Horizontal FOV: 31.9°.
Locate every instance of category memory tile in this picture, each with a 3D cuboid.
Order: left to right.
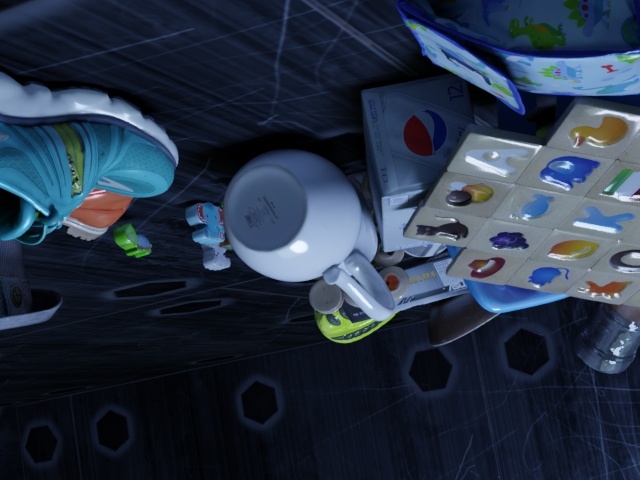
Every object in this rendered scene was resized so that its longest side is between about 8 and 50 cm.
[{"bbox_3d":[0.034,0.000,1.205,0.113,0.148,0.012,-11,166,14],"label":"memory tile"}]

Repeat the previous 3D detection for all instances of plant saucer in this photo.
[{"bbox_3d":[0.267,0.037,1.584,0.310,0.050,0.310,-38,-178,1],"label":"plant saucer"}]

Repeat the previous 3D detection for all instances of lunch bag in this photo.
[{"bbox_3d":[0.132,-0.137,0.716,0.151,0.096,0.129,2,176,15],"label":"lunch bag"}]

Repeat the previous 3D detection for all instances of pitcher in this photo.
[{"bbox_3d":[0.000,0.000,1.097,0.125,0.178,0.207,-38,164,13],"label":"pitcher"}]

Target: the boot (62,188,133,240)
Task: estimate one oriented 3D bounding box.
[{"bbox_3d":[-0.218,-0.052,0.970,0.084,0.059,0.158,-33,158,19],"label":"boot"}]

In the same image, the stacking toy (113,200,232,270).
[{"bbox_3d":[-0.105,-0.018,1.269,0.167,0.052,0.221,-17,166,27],"label":"stacking toy"}]

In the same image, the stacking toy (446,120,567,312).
[{"bbox_3d":[0.255,-0.067,1.131,0.166,0.175,0.302,-13,158,-27],"label":"stacking toy"}]

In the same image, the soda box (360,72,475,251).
[{"bbox_3d":[0.092,-0.064,1.046,0.091,0.098,0.286,-11,170,2],"label":"soda box"}]

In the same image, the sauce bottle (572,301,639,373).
[{"bbox_3d":[0.368,0.002,1.169,0.111,0.111,0.344,-5,134,-27],"label":"sauce bottle"}]

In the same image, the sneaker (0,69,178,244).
[{"bbox_3d":[-0.210,-0.050,0.802,0.107,0.110,0.275,-17,169,33],"label":"sneaker"}]

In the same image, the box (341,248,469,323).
[{"bbox_3d":[0.158,0.026,1.520,0.231,0.056,0.183,-18,-165,42],"label":"box"}]

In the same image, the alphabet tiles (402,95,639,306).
[{"bbox_3d":[0.254,-0.016,0.908,0.342,0.011,0.285,9,152,-9],"label":"alphabet tiles"}]

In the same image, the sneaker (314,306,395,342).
[{"bbox_3d":[0.120,0.048,1.734,0.295,0.123,0.109,-23,133,-3],"label":"sneaker"}]

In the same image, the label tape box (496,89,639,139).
[{"bbox_3d":[0.323,-0.089,0.899,0.347,0.115,0.249,-12,150,4],"label":"label tape box"}]

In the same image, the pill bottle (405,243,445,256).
[{"bbox_3d":[0.131,-0.022,1.373,0.078,0.078,0.137,-9,170,-5],"label":"pill bottle"}]

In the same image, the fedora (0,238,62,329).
[{"bbox_3d":[-0.342,0.012,0.919,0.243,0.124,0.275,0,-179,22],"label":"fedora"}]
